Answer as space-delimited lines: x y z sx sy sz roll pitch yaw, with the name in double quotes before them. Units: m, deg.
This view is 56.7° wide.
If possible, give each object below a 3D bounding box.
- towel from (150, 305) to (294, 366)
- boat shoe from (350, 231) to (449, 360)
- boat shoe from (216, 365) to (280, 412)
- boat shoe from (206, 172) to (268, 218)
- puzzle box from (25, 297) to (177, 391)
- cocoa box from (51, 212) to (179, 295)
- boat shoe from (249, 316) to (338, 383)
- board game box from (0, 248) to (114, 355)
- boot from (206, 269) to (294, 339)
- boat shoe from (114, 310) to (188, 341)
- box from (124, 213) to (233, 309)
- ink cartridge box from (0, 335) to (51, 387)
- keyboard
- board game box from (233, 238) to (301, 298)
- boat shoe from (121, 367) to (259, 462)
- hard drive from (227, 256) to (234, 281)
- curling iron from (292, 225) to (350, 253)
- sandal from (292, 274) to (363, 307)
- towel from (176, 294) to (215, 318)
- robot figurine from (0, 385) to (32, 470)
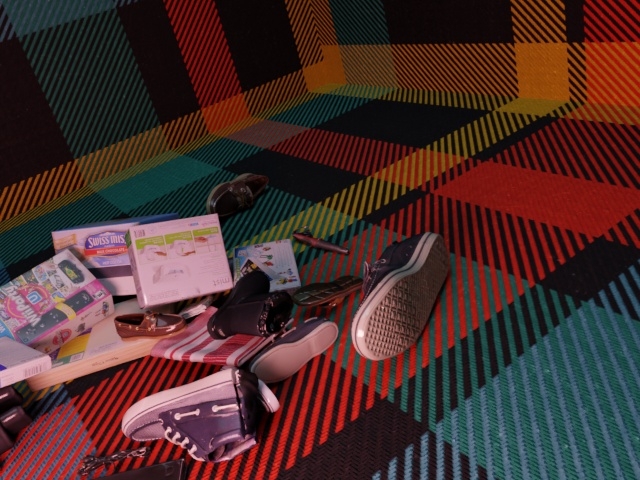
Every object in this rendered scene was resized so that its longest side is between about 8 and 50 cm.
"towel" -0.259 0.244 1.550 0.329 0.037 0.237 -3 22 38
"boat shoe" 0.178 0.128 1.463 0.156 0.187 0.500 -5 23 31
"boat shoe" -0.180 0.346 1.343 0.076 0.080 0.228 -38 33 -27
"boat shoe" -0.326 -0.185 2.395 0.123 0.123 0.342 0 25 31
"puzzle box" -0.627 0.279 1.737 0.409 0.052 0.272 -17 27 -2
"cocoa box" -0.647 0.046 1.935 0.347 0.228 0.231 -5 8 20
"boat shoe" -0.073 0.256 1.435 0.254 0.095 0.079 -31 32 -30
"board game box" -0.793 0.194 1.711 0.224 0.097 0.303 40 55 19
"boot" -0.143 0.156 1.477 0.207 0.094 0.246 -10 27 38
"boat shoe" -0.465 0.226 1.609 0.207 0.073 0.073 -9 23 12
"box" -0.413 0.060 1.736 0.262 0.231 0.127 -12 -5 -27
"ink cartridge box" -0.814 0.307 1.455 0.208 0.045 0.206 11 17 34
"keyboard" -0.428 0.507 1.219 0.317 0.033 0.201 -13 29 2
"board game box" -0.168 0.096 1.814 0.193 0.053 0.305 -10 27 -4
"boat shoe" -0.280 0.399 1.249 0.340 0.127 0.158 -27 50 18
"hard drive" -0.293 0.095 1.941 0.094 0.022 0.135 -12 27 6
"curling iron" 0.000 0.000 1.951 0.068 0.035 0.274 -31 30 -28
"sandal" 0.026 0.150 1.636 0.219 0.060 0.090 -16 29 -34
"towel" -0.370 0.196 1.722 0.113 0.023 0.152 -22 7 2
"robot figurine" -0.832 0.451 1.381 0.278 0.174 0.209 -27 29 -23
